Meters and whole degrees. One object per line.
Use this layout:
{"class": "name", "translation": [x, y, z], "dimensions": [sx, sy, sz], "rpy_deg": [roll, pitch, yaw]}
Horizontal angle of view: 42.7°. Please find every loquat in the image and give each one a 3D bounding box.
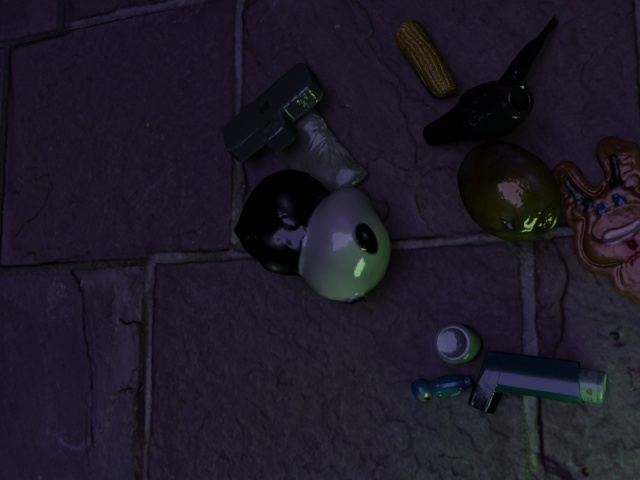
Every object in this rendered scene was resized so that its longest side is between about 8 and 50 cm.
{"class": "loquat", "translation": [0.371, -0.098, 1.629], "dimensions": [0.179, 0.179, 0.227], "rpy_deg": [-50, 53, 10]}

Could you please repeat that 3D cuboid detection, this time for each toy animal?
{"class": "toy animal", "translation": [0.000, 0.000, 1.746], "dimensions": [0.309, 0.251, 0.251], "rpy_deg": [26, 93, 32]}

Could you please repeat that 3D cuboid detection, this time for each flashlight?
{"class": "flashlight", "translation": [0.251, 0.300, 1.695], "dimensions": [0.129, 0.051, 0.051], "rpy_deg": [-17, 76, 17]}

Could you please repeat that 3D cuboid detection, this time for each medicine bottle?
{"class": "medicine bottle", "translation": [0.421, 0.286, 1.604], "dimensions": [0.258, 0.079, 0.124], "rpy_deg": [2, 80, 23]}
{"class": "medicine bottle", "translation": [0.281, 0.208, 1.649], "dimensions": [0.080, 0.130, 0.080], "rpy_deg": [-4, 80, 22]}

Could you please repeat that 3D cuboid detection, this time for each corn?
{"class": "corn", "translation": [0.231, -0.396, 1.795], "dimensions": [0.072, 0.072, 0.203], "rpy_deg": [-34, 71, 16]}

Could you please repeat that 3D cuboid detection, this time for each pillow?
{"class": "pillow", "translation": [-0.005, -0.186, 1.881], "dimensions": [0.148, 0.050, 0.230], "rpy_deg": [-43, 68, 20]}

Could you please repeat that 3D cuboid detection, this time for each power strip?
{"class": "power strip", "translation": [-0.107, -0.277, 1.889], "dimensions": [0.265, 0.059, 0.194], "rpy_deg": [-37, 37, 15]}

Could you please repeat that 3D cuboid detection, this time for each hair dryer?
{"class": "hair dryer", "translation": [0.381, -0.332, 1.692], "dimensions": [0.120, 0.303, 0.359], "rpy_deg": [44, 70, -12]}

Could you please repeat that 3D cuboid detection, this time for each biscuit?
{"class": "biscuit", "translation": [0.583, -0.035, 1.598], "dimensions": [0.202, 0.047, 0.334], "rpy_deg": [-27, 73, 18]}
